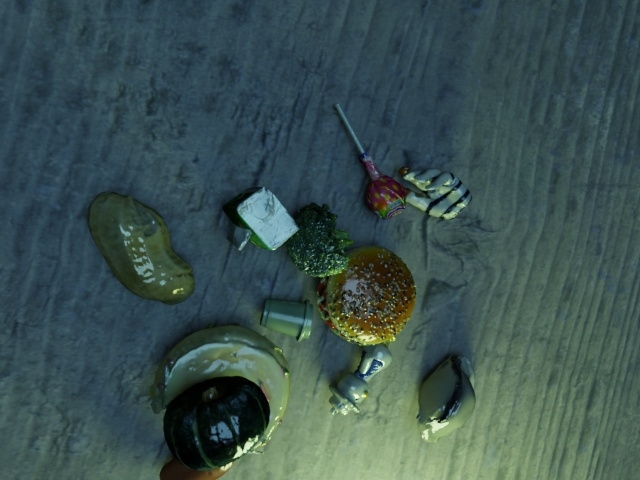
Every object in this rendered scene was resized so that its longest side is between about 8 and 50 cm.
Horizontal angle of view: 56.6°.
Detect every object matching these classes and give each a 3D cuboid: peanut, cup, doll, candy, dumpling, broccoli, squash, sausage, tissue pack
[{"bbox_3d":[-0.461,0.027,1.510,0.174,0.158,0.340,-38,112,-43],"label":"peanut"},{"bbox_3d":[-0.096,0.216,1.673,0.141,0.120,0.120,11,90,-6],"label":"cup"},{"bbox_3d":[0.125,0.395,1.752,0.119,0.138,0.293,36,77,23],"label":"doll"},{"bbox_3d":[0.132,-0.230,1.719,0.124,0.124,0.366,-31,96,-14],"label":"candy"},{"bbox_3d":[0.413,0.501,1.838,0.204,0.163,0.293,40,70,-13],"label":"dumpling"},{"bbox_3d":[-0.002,0.001,1.609,0.176,0.226,0.198,-29,123,-56],"label":"broccoli"},{"bbox_3d":[-0.243,0.422,1.400,0.252,0.252,0.165,-25,101,-15],"label":"squash"},{"bbox_3d":[-0.314,0.583,1.547,0.113,0.259,0.114,28,42,-28],"label":"sausage"},{"bbox_3d":[-0.180,-0.044,1.566,0.156,0.209,0.148,-40,105,-11],"label":"tissue pack"}]

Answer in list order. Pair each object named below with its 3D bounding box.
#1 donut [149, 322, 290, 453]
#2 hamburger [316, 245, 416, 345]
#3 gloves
[{"bbox_3d":[-0.251,0.376,1.604,0.371,0.150,0.307,31,85,-19],"label":"donut"},{"bbox_3d":[0.133,0.159,1.706,0.300,0.176,0.300,-1,93,-19],"label":"hamburger"},{"bbox_3d":[0.335,-0.160,1.778,0.218,0.140,0.131,41,62,-4],"label":"gloves"}]
